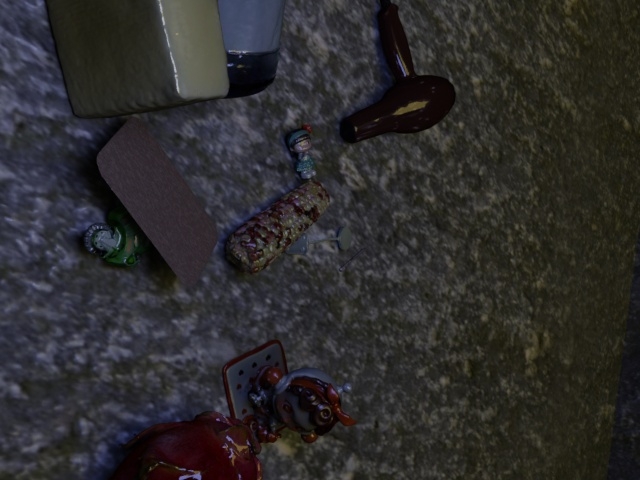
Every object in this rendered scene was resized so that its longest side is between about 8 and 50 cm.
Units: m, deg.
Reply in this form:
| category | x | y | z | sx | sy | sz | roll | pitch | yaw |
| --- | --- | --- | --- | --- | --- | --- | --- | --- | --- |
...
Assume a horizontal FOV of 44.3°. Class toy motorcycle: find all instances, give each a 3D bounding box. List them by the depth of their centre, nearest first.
| category | x | y | z | sx | sy | sz | roll | pitch | yaw |
| --- | --- | --- | --- | --- | --- | --- | --- | --- | --- |
| toy motorcycle | -0.302 | -0.017 | 1.289 | 0.190 | 0.074 | 0.106 | -41 | 128 | -39 |

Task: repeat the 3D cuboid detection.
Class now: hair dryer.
| category | x | y | z | sx | sy | sz | roll | pitch | yaw |
| --- | --- | --- | --- | --- | --- | --- | --- | --- | --- |
| hair dryer | 0.140 | -0.396 | 1.741 | 0.313 | 0.123 | 0.340 | -20 | 94 | -33 |

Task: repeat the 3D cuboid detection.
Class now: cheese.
| category | x | y | z | sx | sy | sz | roll | pitch | yaw |
| --- | --- | --- | --- | --- | --- | --- | --- | --- | --- |
| cheese | -0.277 | -0.312 | 1.167 | 0.124 | 0.266 | 0.242 | -17 | 102 | -47 |

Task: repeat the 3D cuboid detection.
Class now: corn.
| category | x | y | z | sx | sy | sz | roll | pitch | yaw |
| --- | --- | --- | --- | --- | --- | --- | --- | --- | --- |
| corn | -0.073 | -0.032 | 1.508 | 0.280 | 0.092 | 0.092 | -40 | 118 | -39 |

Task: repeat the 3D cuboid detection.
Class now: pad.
| category | x | y | z | sx | sy | sz | roll | pitch | yaw |
| --- | --- | --- | --- | --- | --- | --- | --- | --- | --- |
| pad | -0.258 | -0.064 | 1.281 | 0.266 | 0.002 | 0.176 | 58 | 27 | -25 |

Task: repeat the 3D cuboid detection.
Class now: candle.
| category | x | y | z | sx | sy | sz | roll | pitch | yaw |
| --- | --- | --- | --- | --- | --- | --- | --- | --- | --- |
| candle | -0.159 | -0.410 | 1.261 | 0.221 | 0.221 | 0.342 | -21 | 131 | -44 |

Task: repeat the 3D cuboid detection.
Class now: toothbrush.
| category | x | y | z | sx | sy | sz | roll | pitch | yaw |
| --- | --- | --- | --- | --- | --- | --- | --- | --- | --- |
| toothbrush | 0.072 | 0.042 | 1.718 | 0.097 | 0.006 | 0.008 | -39 | 119 | -39 |

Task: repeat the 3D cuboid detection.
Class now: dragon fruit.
| category | x | y | z | sx | sy | sz | roll | pitch | yaw |
| --- | --- | --- | --- | --- | --- | --- | --- | --- | --- |
| dragon fruit | -0.227 | 0.414 | 1.265 | 0.315 | 0.250 | 0.250 | -9 | 98 | -29 |

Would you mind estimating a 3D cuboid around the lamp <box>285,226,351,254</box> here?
| category | x | y | z | sx | sy | sz | roll | pitch | yaw |
| --- | --- | --- | --- | --- | --- | --- | --- | --- | --- |
| lamp | 0.000 | 0.000 | 1.634 | 0.198 | 0.056 | 0.050 | -5 | 93 | -57 |

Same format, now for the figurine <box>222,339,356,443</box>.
| category | x | y | z | sx | sy | sz | roll | pitch | yaw |
| --- | --- | --- | --- | --- | --- | --- | --- | --- | --- |
| figurine | -0.036 | 0.300 | 1.453 | 0.160 | 0.226 | 0.183 | -22 | 106 | -45 |

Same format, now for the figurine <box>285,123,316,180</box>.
| category | x | y | z | sx | sy | sz | roll | pitch | yaw |
| --- | --- | --- | --- | --- | --- | --- | --- | --- | --- |
| figurine | -0.033 | -0.176 | 1.579 | 0.060 | 0.047 | 0.106 | -26 | 114 | -26 |
